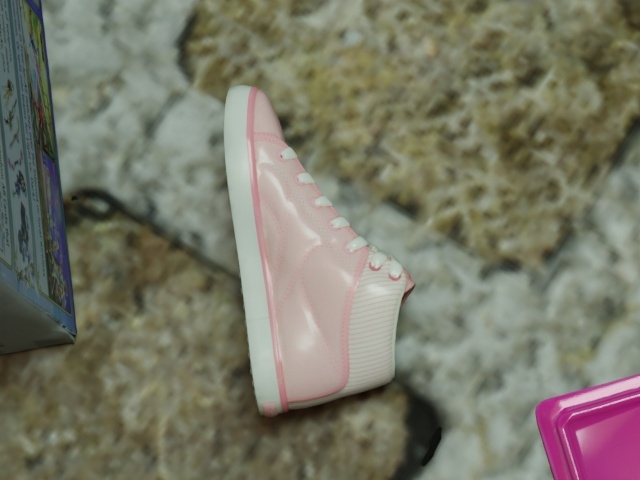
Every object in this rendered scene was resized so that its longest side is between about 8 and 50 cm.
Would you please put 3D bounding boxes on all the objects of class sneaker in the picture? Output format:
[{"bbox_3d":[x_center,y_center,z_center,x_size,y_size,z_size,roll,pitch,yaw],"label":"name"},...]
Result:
[{"bbox_3d":[0.000,0.000,0.755,0.070,0.051,0.134,-8,79,2],"label":"sneaker"}]

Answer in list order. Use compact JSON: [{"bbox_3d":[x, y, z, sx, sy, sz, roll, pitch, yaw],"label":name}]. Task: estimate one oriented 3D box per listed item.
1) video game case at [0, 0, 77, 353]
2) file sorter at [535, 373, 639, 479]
[{"bbox_3d":[-0.159,-0.109,0.696,0.061,0.244,0.270,-9,76,5],"label":"video game case"},{"bbox_3d":[0.240,0.122,0.633,0.290,0.182,0.202,-16,77,3],"label":"file sorter"}]
